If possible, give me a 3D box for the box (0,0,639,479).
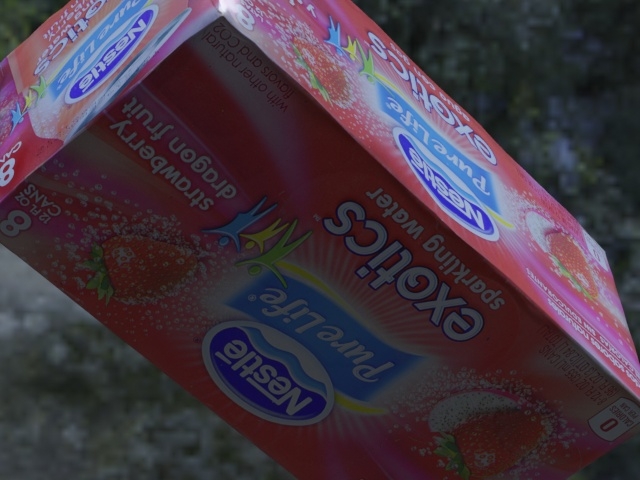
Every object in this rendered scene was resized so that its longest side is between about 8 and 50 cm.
[{"bbox_3d":[0.000,0.000,0.905,0.154,0.142,0.300,-37,-61,20],"label":"box"}]
